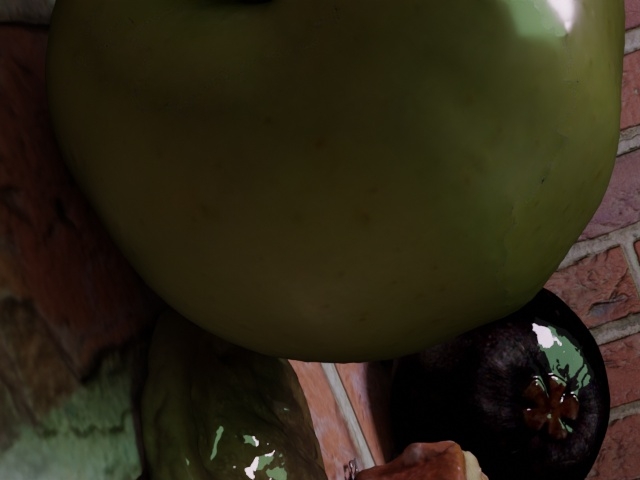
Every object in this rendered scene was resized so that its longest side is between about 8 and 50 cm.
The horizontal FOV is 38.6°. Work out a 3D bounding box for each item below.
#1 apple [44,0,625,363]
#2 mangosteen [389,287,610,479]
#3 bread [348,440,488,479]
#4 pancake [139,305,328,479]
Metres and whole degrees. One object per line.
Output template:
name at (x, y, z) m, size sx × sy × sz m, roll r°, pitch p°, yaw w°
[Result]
apple at (0.020, -0.097, 0.577) m, size 0.357 × 0.357 × 0.357 m, roll -21°, pitch 90°, yaw -76°
mangosteen at (0.194, 0.180, 1.089) m, size 0.275 × 0.275 × 0.302 m, roll 67°, pitch -20°, yaw -6°
bread at (0.109, 0.297, 0.807) m, size 0.190 × 0.123 × 0.244 m, roll 25°, pitch 45°, yaw -68°
pancake at (-0.043, 0.140, 0.610) m, size 0.242 × 0.050 × 0.242 m, roll -22°, pitch 90°, yaw -77°
